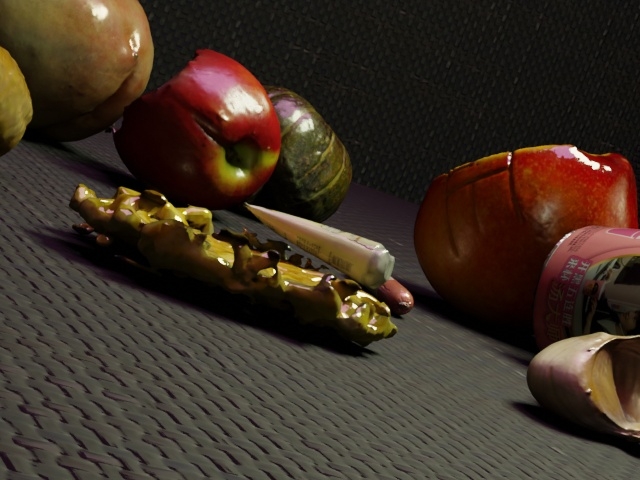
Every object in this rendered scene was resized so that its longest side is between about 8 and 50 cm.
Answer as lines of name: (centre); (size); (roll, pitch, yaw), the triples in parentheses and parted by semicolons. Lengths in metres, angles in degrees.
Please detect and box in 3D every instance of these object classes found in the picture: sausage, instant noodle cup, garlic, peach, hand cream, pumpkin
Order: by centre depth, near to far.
garlic: (0.249, 0.121, 1.277); (0.124, 0.099, 0.174); (7, -4, 37)
hand cream: (0.000, 0.000, 1.303); (0.143, 0.039, 0.061); (25, -3, 22)
instant noodle cup: (0.364, 0.084, 1.512); (0.244, 0.244, 0.255); (16, 0, -44)
sausage: (0.065, 0.048, 1.602); (0.029, 0.029, 0.223); (20, 6, -14)
peach: (0.262, -0.008, 1.731); (0.245, 0.248, 0.274); (58, -37, -2)
peach: (-0.157, -0.139, 1.755); (0.196, 0.190, 0.226); (4, 22, -43)
peach: (-0.351, -0.257, 1.842); (0.292, 0.247, 0.292); (4, -10, 1)
pumpkin: (-0.063, -0.104, 1.968); (0.219, 0.162, 0.219); (39, -14, 12)

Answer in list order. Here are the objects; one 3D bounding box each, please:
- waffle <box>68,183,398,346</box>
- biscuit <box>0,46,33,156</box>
waffle: (-0.068, 0.016, 1.221); (0.262, 0.060, 0.280); (22, 1, 32)
biscuit: (-0.372, -0.174, 1.382); (0.274, 0.091, 0.213); (24, -22, 33)
